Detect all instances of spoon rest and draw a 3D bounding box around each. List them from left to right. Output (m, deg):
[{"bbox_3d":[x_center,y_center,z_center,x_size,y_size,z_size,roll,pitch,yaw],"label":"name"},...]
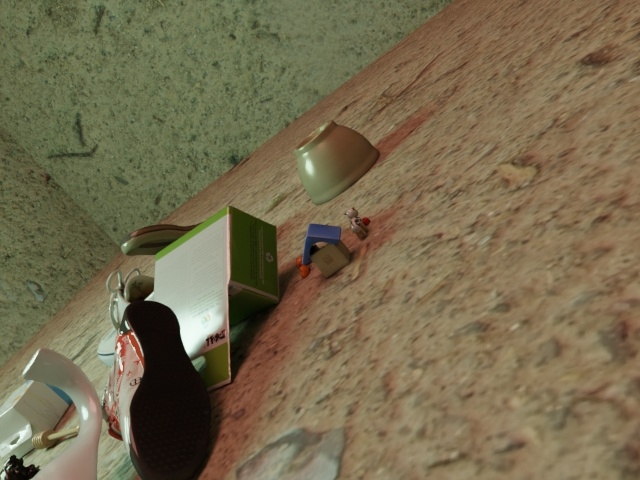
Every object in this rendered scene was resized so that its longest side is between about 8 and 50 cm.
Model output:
[{"bbox_3d":[-0.287,0.247,0.652,0.137,0.084,0.276,-48,42,23],"label":"spoon rest"}]

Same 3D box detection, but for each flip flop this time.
[{"bbox_3d":[-0.245,0.015,1.136,0.277,0.080,0.112,-4,-26,-43],"label":"flip flop"}]

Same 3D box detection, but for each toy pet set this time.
[{"bbox_3d":[0.000,0.000,0.802,0.122,0.065,0.114,-35,16,19],"label":"toy pet set"}]

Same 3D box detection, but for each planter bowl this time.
[{"bbox_3d":[0.018,-0.163,1.129,0.162,0.109,0.162,-36,16,12],"label":"planter bowl"}]

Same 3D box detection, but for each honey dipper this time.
[{"bbox_3d":[-0.438,0.327,0.990,0.160,0.030,0.030,-26,21,35],"label":"honey dipper"}]

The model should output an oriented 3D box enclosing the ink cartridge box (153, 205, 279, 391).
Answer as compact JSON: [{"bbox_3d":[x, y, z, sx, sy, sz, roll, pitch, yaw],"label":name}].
[{"bbox_3d":[-0.154,0.108,0.841,0.188,0.097,0.255,-29,53,35],"label":"ink cartridge box"}]

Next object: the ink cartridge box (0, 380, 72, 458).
[{"bbox_3d":[-0.565,0.340,1.131,0.092,0.090,0.143,-37,15,11],"label":"ink cartridge box"}]

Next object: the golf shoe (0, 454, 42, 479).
[{"bbox_3d":[-0.439,0.376,0.796,0.094,0.077,0.198,-53,10,-7],"label":"golf shoe"}]

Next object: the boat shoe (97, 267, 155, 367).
[{"bbox_3d":[-0.328,0.112,1.084,0.367,0.156,0.136,-29,19,33],"label":"boat shoe"}]

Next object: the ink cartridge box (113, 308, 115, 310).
[{"bbox_3d":[-0.451,0.162,1.441,0.097,0.046,0.207,-46,17,-18],"label":"ink cartridge box"}]

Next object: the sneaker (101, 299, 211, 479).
[{"bbox_3d":[-0.198,0.205,0.683,0.270,0.090,0.145,57,133,51],"label":"sneaker"}]
